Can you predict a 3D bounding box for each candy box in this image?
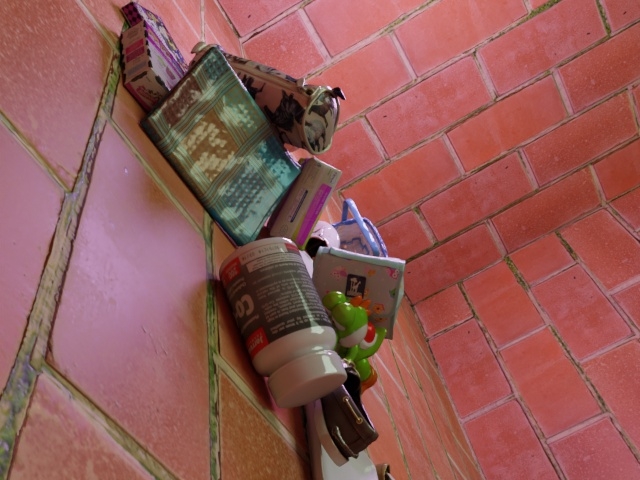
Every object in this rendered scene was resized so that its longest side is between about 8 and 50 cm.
[{"bbox_3d":[-0.359,-0.357,1.599,0.159,0.071,0.233,53,11,-42],"label":"candy box"}]

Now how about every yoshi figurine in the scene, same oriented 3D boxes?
[{"bbox_3d":[0.023,0.245,1.710,0.362,0.204,0.202,72,36,-56],"label":"yoshi figurine"}]

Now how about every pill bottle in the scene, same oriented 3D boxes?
[{"bbox_3d":[-0.069,0.150,1.343,0.283,0.161,0.161,65,10,26],"label":"pill bottle"}]

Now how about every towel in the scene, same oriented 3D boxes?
[{"bbox_3d":[-0.198,-0.197,1.594,0.370,0.040,0.271,55,52,-33],"label":"towel"}]

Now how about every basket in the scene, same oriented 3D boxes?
[{"bbox_3d":[0.133,0.022,2.650,0.288,0.201,0.254,103,-32,-53],"label":"basket"}]

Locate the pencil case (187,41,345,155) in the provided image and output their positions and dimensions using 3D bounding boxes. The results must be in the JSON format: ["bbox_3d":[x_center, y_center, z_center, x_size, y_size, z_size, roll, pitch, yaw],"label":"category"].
[{"bbox_3d":[-0.144,-0.356,1.778,0.411,0.160,0.183,26,-40,27],"label":"pencil case"}]

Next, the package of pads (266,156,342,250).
[{"bbox_3d":[-0.050,-0.095,1.881,0.101,0.229,0.296,26,3,-8],"label":"package of pads"}]

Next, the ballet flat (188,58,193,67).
[{"bbox_3d":[-0.285,-0.395,2.123,0.316,0.108,0.106,44,38,-45],"label":"ballet flat"}]

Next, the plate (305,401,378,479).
[{"bbox_3d":[0.046,0.456,1.404,0.277,0.045,0.278,57,9,-26],"label":"plate"}]

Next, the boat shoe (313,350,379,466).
[{"bbox_3d":[0.036,0.290,1.418,0.116,0.097,0.324,55,9,-27],"label":"boat shoe"}]

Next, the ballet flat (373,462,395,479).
[{"bbox_3d":[0.158,0.582,1.547,0.232,0.073,0.080,66,10,27],"label":"ballet flat"}]

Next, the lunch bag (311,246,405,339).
[{"bbox_3d":[0.093,0.117,1.806,0.262,0.224,0.160,89,15,-56],"label":"lunch bag"}]

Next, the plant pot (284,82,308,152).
[{"bbox_3d":[-0.127,-0.429,2.641,0.284,0.284,0.190,47,51,-56],"label":"plant pot"}]

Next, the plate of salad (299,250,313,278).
[{"bbox_3d":[-0.051,0.092,1.998,0.200,0.048,0.199,48,22,-27],"label":"plate of salad"}]

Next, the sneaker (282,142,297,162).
[{"bbox_3d":[-0.182,-0.343,2.386,0.302,0.121,0.108,60,9,-5],"label":"sneaker"}]

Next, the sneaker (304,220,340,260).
[{"bbox_3d":[0.000,0.000,2.377,0.123,0.106,0.290,58,10,-33],"label":"sneaker"}]

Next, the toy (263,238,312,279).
[{"bbox_3d":[-0.063,0.090,1.808,0.237,0.056,0.136,36,40,-56],"label":"toy"}]

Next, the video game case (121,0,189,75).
[{"bbox_3d":[-0.398,-0.478,1.858,0.232,0.042,0.210,60,8,-2],"label":"video game case"}]
